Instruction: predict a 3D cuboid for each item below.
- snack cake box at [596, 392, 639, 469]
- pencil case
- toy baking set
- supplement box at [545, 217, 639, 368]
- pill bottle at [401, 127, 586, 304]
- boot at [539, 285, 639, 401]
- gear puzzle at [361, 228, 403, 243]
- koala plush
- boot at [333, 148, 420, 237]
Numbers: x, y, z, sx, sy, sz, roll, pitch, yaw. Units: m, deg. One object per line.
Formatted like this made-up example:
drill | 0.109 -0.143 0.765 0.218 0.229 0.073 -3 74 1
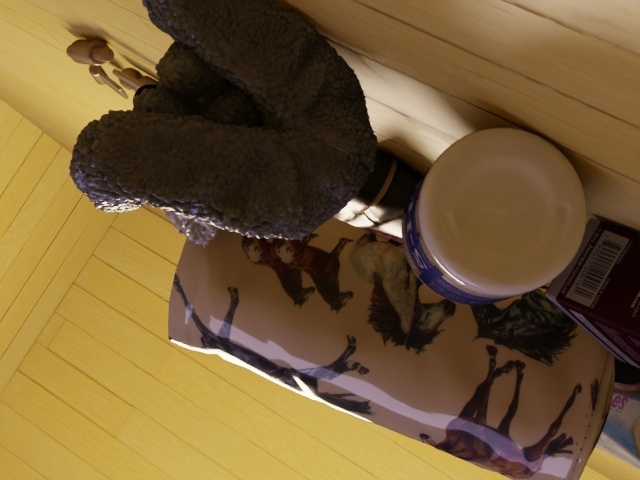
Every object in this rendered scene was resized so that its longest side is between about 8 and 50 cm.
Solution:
snack cake box | 0.313 0.174 1.485 0.264 0.089 0.152 37 174 -33
pencil case | 0.058 0.068 1.123 0.410 0.183 0.160 20 154 11
toy baking set | -0.206 -0.183 1.535 0.197 0.030 0.256 32 175 -22
supplement box | 0.290 0.073 0.896 0.239 0.073 0.130 27 172 47
pill bottle | 0.116 -0.010 0.917 0.112 0.112 0.186 32 173 2
boot | 0.253 0.109 1.312 0.219 0.082 0.106 26 168 33
gear puzzle | 0.081 0.058 1.490 0.175 0.044 0.339 -16 148 25
koala plush | -0.073 -0.080 0.987 0.203 0.196 0.221 23 171 -10
boot | 0.078 -0.020 1.230 0.137 0.077 0.198 28 175 -8
